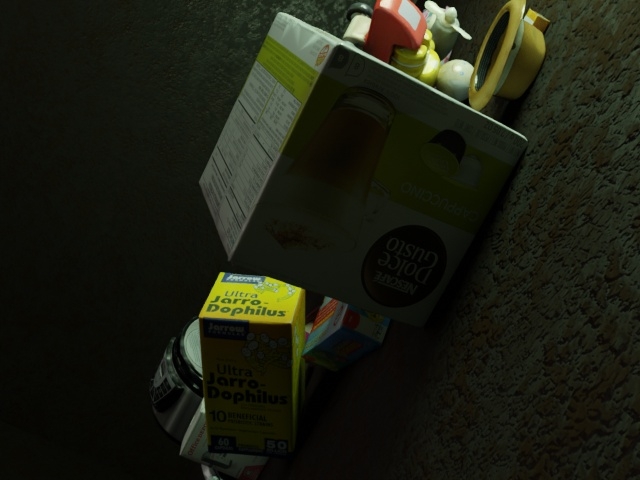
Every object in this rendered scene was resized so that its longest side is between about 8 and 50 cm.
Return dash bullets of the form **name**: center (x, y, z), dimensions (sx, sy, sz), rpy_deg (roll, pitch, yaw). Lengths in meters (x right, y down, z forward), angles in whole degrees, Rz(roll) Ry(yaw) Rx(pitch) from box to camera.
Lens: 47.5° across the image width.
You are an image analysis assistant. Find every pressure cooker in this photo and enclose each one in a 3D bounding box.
- **pressure cooker**: center (-0.338, 0.439, 2.403), dimensions (0.420, 0.370, 0.375), rpy_deg (-59, -9, 34)

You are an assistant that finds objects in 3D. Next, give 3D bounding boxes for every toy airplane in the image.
- **toy airplane**: center (0.204, -0.325, 1.571), dimensions (0.384, 0.272, 0.386), rpy_deg (-23, -63, -64)

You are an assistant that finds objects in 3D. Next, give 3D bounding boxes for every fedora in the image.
- **fedora**: center (0.308, -0.293, 1.179), dimensions (0.194, 0.079, 0.194), rpy_deg (-161, 90, -84)

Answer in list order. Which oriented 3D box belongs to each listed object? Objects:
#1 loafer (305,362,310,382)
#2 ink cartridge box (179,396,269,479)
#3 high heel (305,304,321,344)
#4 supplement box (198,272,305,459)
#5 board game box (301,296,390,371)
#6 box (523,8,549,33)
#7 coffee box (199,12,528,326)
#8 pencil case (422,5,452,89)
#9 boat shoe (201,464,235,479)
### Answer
- **loafer**: center (-0.104, 0.375, 1.938), dimensions (0.268, 0.092, 0.102), rpy_deg (-56, 10, 55)
- **ink cartridge box**: center (-0.235, 0.516, 1.894), dimensions (0.092, 0.218, 0.159), rpy_deg (-81, 17, -69)
- **high heel**: center (-0.026, 0.205, 1.788), dimensions (0.244, 0.082, 0.117), rpy_deg (19, -92, -67)
- **supplement box**: center (-0.140, 0.273, 1.588), dimensions (0.195, 0.194, 0.357), rpy_deg (-76, -12, -64)
- **board game box**: center (0.085, 0.094, 1.491), dimensions (0.308, 0.086, 0.302), rpy_deg (129, 165, -66)
- **box**: center (0.345, -0.330, 1.267), dimensions (0.081, 0.028, 0.136), rpy_deg (-78, 12, -64)
- **coffee box**: center (0.042, -0.116, 1.148), dimensions (0.334, 0.337, 0.338), rpy_deg (-63, 25, 14)
- **pencil case**: center (0.303, -0.528, 1.984), dimensions (0.124, 0.124, 0.284), rpy_deg (-58, 8, 48)
- **boat shoe**: center (-0.248, 0.600, 2.048), dimensions (0.119, 0.121, 0.335), rpy_deg (-31, 6, 4)
